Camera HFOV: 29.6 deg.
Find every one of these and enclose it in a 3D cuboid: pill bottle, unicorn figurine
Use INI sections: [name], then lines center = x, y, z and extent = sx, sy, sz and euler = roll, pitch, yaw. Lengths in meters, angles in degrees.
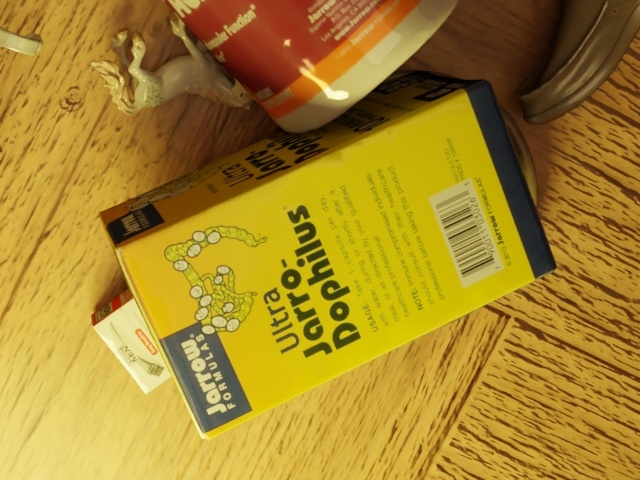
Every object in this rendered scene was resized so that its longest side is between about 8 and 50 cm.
[pill bottle]
center = -0.075, -0.306, 1.078
extent = 0.224, 0.224, 0.392
euler = -43, 104, 0
[unicorn figurine]
center = -0.133, -0.168, 1.191
extent = 0.162, 0.060, 0.111
euler = -15, 115, 7

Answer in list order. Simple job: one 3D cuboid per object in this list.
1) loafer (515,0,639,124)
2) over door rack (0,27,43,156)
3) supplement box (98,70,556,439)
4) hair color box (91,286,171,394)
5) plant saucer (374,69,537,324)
[loafer]
center = 0.280, -0.238, 1.237
extent = 0.092, 0.102, 0.268
euler = 37, 92, -10
[over door rack]
center = -0.441, -0.138, 1.115
extent = 0.324, 0.108, 0.239
euler = 21, 97, -1
[supplement box]
center = 0.000, 0.000, 1.129
extent = 0.356, 0.194, 0.195
euler = -25, 105, -9
[hair color box]
center = -0.140, 0.068, 1.239
extent = 0.167, 0.053, 0.093
euler = -36, 107, -4
[plant saucer]
center = 0.091, -0.040, 1.269
extent = 0.278, 0.041, 0.278
euler = -3, 103, -11
